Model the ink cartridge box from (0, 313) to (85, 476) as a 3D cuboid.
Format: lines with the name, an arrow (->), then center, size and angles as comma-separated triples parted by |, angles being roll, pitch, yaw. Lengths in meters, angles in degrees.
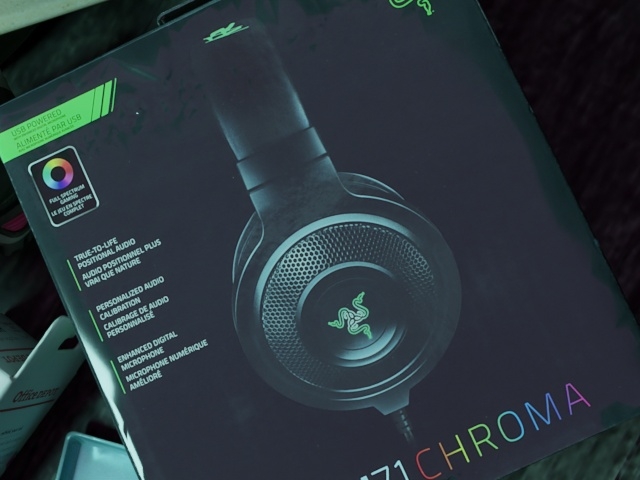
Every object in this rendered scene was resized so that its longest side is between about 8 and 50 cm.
ink cartridge box -> -0.200, 0.098, 0.610 | 0.061, 0.104, 0.181 | 36, 89, 6

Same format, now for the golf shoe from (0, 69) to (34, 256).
golf shoe -> -0.254, 0.002, 0.554 | 0.105, 0.120, 0.273 | 29, 50, 15

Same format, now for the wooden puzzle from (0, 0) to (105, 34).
wooden puzzle -> -0.063, -0.247, 0.476 | 0.322, 0.348, 0.080 | -21, 57, -13

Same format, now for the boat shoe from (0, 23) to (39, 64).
boat shoe -> -0.244, -0.102, 0.641 | 0.227, 0.081, 0.069 | -42, 87, 4

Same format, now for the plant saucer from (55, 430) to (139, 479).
plant saucer -> -0.135, 0.209, 0.639 | 0.067, 0.018, 0.192 | 14, 88, 7

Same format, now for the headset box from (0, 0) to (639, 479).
headset box -> 0.000, 0.000, 0.584 | 0.246, 0.131, 0.283 | -24, 83, 3
